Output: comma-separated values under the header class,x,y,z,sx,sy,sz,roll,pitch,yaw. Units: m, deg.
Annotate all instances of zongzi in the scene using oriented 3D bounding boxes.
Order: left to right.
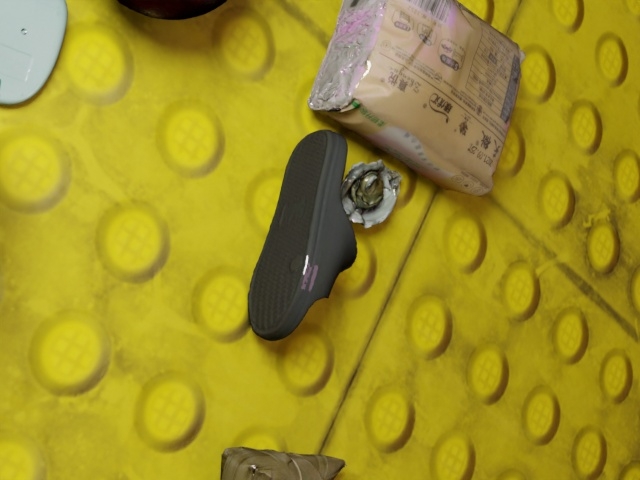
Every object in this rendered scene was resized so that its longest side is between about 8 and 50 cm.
class,x,y,z,sx,sy,sz,roll,pitch,yaw
zongzi,-0.047,0.321,1.062,0.178,0.081,0.188,17,84,-47

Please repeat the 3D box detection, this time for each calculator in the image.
class,x,y,z,sx,sy,sz,roll,pitch,yaw
calculator,-0.284,-0.201,0.911,0.095,0.021,0.152,19,83,-37

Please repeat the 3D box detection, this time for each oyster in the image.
class,x,y,z,sx,sy,sz,roll,pitch,yaw
oyster,0.052,-0.062,1.159,0.100,0.037,0.098,44,65,-47

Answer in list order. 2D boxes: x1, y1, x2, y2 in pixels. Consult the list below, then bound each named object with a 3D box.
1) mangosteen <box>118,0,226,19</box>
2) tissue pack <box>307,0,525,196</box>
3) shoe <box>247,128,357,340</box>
class,x,y,z,sx,sy,sz,roll,pitch,yaw
mangosteen,-0.164,-0.313,0.919,0.231,0.194,0.194,18,78,-17
tissue pack,0.128,-0.196,1.175,0.257,0.123,0.214,26,75,-34
shoe,0.000,0.000,1.079,0.093,0.108,0.240,23,71,-32
